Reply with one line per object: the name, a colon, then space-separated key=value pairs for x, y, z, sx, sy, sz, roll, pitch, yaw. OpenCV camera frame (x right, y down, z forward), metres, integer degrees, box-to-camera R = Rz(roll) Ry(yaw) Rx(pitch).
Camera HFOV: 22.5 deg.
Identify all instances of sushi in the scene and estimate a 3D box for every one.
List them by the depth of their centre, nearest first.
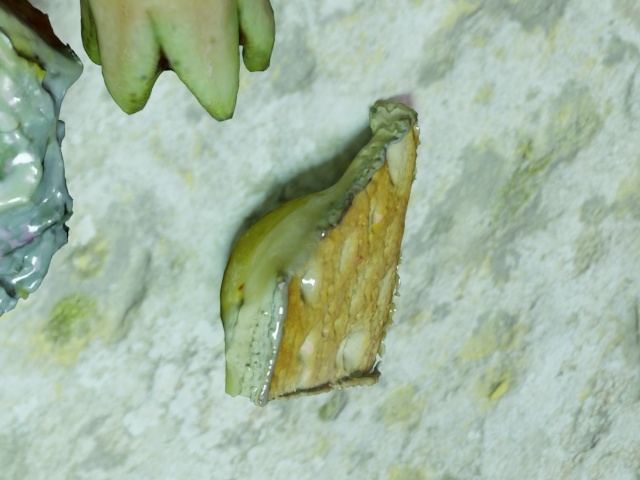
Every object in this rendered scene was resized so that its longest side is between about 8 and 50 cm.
sushi: x=-0.242 y=-0.029 z=0.784 sx=0.274 sy=0.139 sz=0.184 roll=-33 pitch=131 yaw=-12

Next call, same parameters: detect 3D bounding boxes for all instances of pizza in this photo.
pizza: x=-0.005 y=0.006 z=1.049 sx=0.188 sy=0.081 sz=0.204 roll=-14 pitch=119 yaw=-60

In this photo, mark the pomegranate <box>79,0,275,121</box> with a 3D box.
pomegranate: x=-0.099 y=-0.231 z=0.709 sx=0.310 sy=0.216 sz=0.358 roll=-26 pitch=140 yaw=-21
